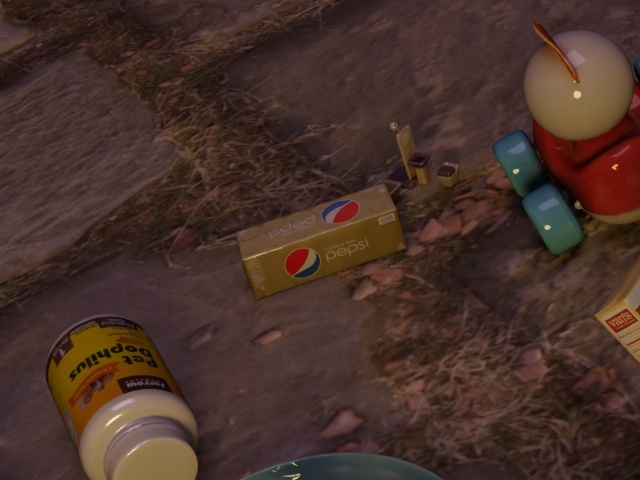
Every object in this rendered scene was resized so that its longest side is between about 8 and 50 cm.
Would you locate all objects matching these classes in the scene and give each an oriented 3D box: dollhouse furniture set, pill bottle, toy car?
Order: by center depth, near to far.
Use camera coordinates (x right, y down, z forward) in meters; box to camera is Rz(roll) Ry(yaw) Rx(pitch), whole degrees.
[{"bbox_3d":[-0.192,0.169,1.453,0.117,0.117,0.215,-26,35,-11],"label":"pill bottle"},{"bbox_3d":[0.271,-0.152,1.539,0.219,0.238,0.210,-30,37,8],"label":"toy car"},{"bbox_3d":[0.089,-0.079,1.705,0.091,0.081,0.114,13,45,38],"label":"dollhouse furniture set"}]

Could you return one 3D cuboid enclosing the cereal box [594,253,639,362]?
[{"bbox_3d":[0.357,0.088,1.228,0.173,0.240,0.047,-45,3,-35],"label":"cereal box"}]

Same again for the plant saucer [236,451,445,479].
[{"bbox_3d":[-0.009,0.305,1.243,0.317,0.044,0.318,-13,35,9],"label":"plant saucer"}]

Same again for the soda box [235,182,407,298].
[{"bbox_3d":[0.000,0.000,1.657,0.181,0.058,0.061,-18,34,-1],"label":"soda box"}]
